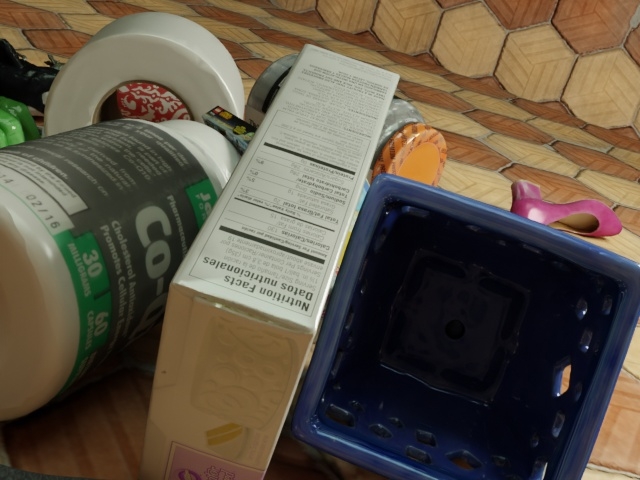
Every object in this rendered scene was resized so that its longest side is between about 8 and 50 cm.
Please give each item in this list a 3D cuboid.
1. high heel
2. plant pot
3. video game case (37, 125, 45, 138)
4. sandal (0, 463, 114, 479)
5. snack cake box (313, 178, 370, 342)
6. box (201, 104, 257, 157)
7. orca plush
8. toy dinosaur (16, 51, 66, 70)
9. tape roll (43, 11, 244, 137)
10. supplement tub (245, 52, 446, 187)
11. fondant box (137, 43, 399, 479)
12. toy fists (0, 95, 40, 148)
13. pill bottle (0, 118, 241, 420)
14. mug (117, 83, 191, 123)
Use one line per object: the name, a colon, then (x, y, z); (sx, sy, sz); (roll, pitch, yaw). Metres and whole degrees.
high heel: (0.453, -0.026, 1.453); (0.244, 0.082, 0.117); (22, 49, -20)
plant pot: (0.124, 0.086, 0.726); (0.235, 0.236, 0.212); (20, 4, 4)
video game case: (-0.468, -0.131, 1.096); (0.173, 0.022, 0.190); (7, 24, -21)
sandal: (-0.229, 0.185, 0.515); (0.254, 0.055, 0.097); (21, 28, -16)
snack cake box: (0.000, 0.000, 0.961); (0.152, 0.089, 0.264); (7, 38, -26)
box: (-0.072, -0.086, 0.891); (0.027, 0.094, 0.137); (-37, 48, -22)
orca plush: (-0.501, -0.287, 1.285); (0.287, 0.102, 0.151); (29, 41, 26)
toy dinosaur: (-0.467, -0.291, 1.412); (0.268, 0.064, 0.118); (19, 38, 2)
tape roll: (-0.224, -0.168, 1.061); (0.246, 0.246, 0.169); (13, 24, -9)
supplement tub: (0.040, -0.171, 1.315); (0.193, 0.194, 0.316); (-9, 33, -46)
fondant box: (-0.036, 0.023, 0.653); (0.096, 0.238, 0.330); (20, 41, 2)
toy fists: (-0.470, -0.119, 0.940); (0.142, 0.096, 0.279); (41, 38, 23)
pill bottle: (-0.212, -0.003, 0.744); (0.204, 0.204, 0.361); (22, 24, 13)
mug: (-0.251, -0.215, 1.369); (0.169, 0.150, 0.113); (15, 59, 7)
